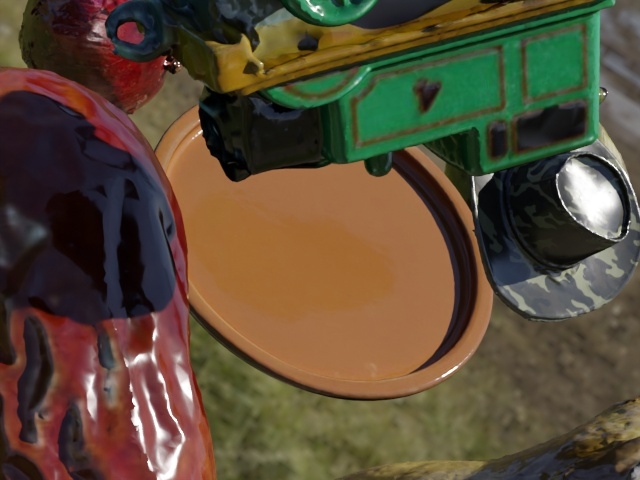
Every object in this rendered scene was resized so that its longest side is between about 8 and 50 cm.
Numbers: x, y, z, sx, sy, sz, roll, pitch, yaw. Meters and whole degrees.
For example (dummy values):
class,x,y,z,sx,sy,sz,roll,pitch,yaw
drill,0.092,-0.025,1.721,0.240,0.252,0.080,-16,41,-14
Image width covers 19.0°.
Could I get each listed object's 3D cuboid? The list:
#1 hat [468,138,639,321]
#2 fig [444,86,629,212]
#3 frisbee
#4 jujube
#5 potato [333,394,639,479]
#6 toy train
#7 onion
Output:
class,x,y,z,sx,sy,sz,roll,pitch,yaw
hat,0.124,-0.016,0.947,0.121,0.121,0.050,20,-17,-32
fig,0.187,-0.078,1.506,0.149,0.149,0.245,31,41,-2
frisbee,0.000,0.000,1.265,0.251,0.021,0.250,16,48,-19
jujube,-0.127,0.045,0.833,0.190,0.190,0.255,8,46,-50
potato,0.106,0.233,1.406,0.296,0.397,0.290,29,-7,39
toy train,0.030,-0.083,0.740,0.228,0.136,0.091,-19,30,-19
onion,-0.157,-0.148,1.390,0.131,0.131,0.131,28,19,-10
